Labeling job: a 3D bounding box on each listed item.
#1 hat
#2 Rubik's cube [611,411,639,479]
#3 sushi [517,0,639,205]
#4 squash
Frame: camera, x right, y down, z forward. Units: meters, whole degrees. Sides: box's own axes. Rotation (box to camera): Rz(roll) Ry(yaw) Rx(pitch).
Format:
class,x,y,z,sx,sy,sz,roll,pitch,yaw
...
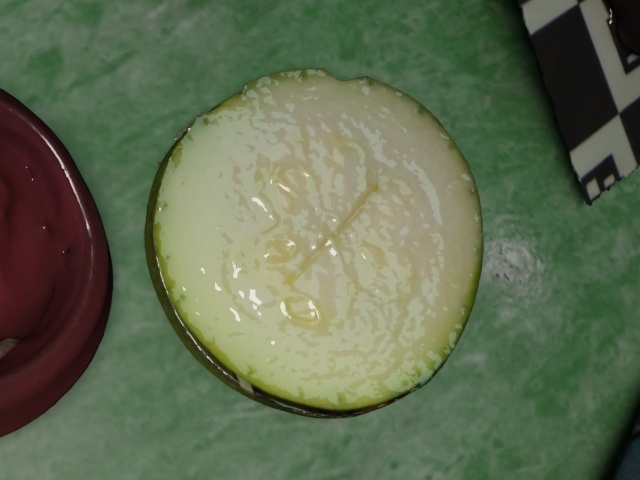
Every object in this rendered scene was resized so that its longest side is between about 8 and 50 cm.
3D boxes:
class,x,y,z,sx,sy,sz,roll,pitch,yaw
hat,-0.205,0.006,0.467,0.206,0.089,0.205,14,67,-37
Rubik's cube,0.392,0.174,0.492,0.344,0.337,0.344,39,55,-7
sushi,0.296,-0.239,0.659,0.373,0.100,0.296,-32,108,-28
squash,-0.001,0.001,0.583,0.219,0.041,0.219,3,79,-17
